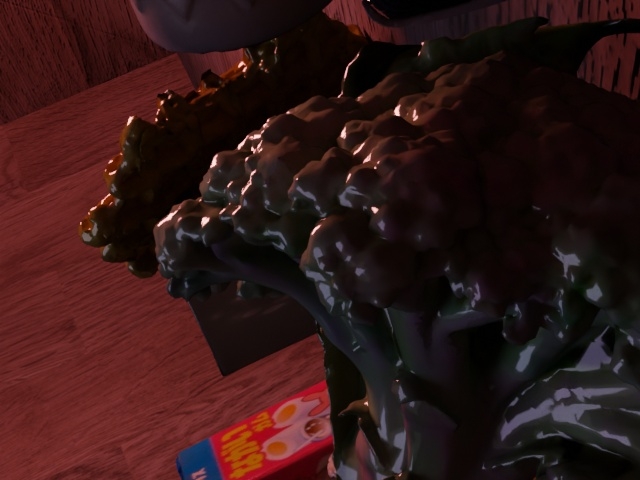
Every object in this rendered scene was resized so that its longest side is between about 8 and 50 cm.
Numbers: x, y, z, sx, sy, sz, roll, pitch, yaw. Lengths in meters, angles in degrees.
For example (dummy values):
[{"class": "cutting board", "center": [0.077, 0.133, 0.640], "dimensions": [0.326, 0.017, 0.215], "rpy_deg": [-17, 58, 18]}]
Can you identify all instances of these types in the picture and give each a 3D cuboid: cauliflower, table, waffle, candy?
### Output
[{"class": "cauliflower", "center": [0.061, 0.056, 0.482], "dimensions": [0.256, 0.239, 0.315], "rpy_deg": [-30, -39, -70]}, {"class": "table", "center": [0.000, 0.000, 0.908], "dimensions": [0.126, 0.220, 0.126], "rpy_deg": [156, 90, -84]}, {"class": "waffle", "center": [-0.067, -0.078, 0.954], "dimensions": [0.051, 0.291, 0.291], "rpy_deg": [43, 164, 23]}, {"class": "candy", "center": [0.010, 0.220, 1.239], "dimensions": [0.157, 0.305, 0.100], "rpy_deg": [-136, 22, -72]}]

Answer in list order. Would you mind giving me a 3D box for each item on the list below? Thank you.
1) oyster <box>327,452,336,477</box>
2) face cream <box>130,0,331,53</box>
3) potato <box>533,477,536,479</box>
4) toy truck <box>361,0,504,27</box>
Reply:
[{"class": "oyster", "center": [0.088, 0.122, 1.023], "dimensions": [0.351, 0.114, 0.238], "rpy_deg": [-179, 99, -69]}, {"class": "face cream", "center": [-0.081, -0.257, 0.849], "dimensions": [0.175, 0.175, 0.195], "rpy_deg": [-122, 10, -50]}, {"class": "potato", "center": [0.124, 0.199, 0.723], "dimensions": [0.218, 0.202, 0.351], "rpy_deg": [53, 163, 10]}, {"class": "toy truck", "center": [0.024, -0.220, 0.386], "dimensions": [0.155, 0.124, 0.268], "rpy_deg": [-111, 3, -59]}]
